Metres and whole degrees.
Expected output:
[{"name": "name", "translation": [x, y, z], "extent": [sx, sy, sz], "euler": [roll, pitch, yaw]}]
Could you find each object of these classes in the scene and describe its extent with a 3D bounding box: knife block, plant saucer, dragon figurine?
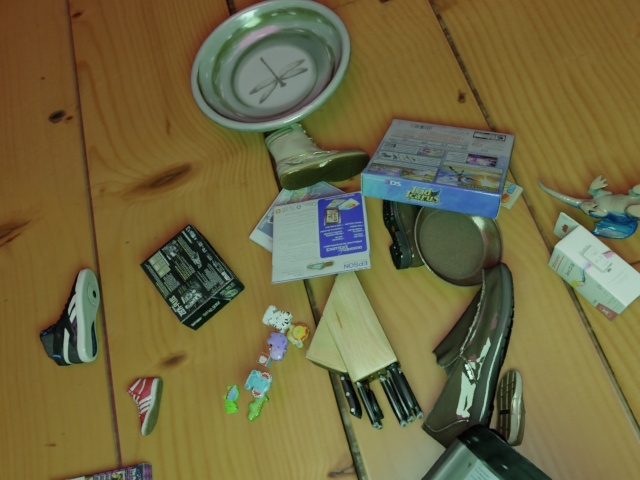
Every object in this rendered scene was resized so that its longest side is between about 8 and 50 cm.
[{"name": "knife block", "translation": [0.109, 0.214, 1.114], "extent": [0.242, 0.088, 0.275], "euler": [17, 73, 18]}, {"name": "plant saucer", "translation": [-0.115, -0.412, 1.400], "extent": [0.401, 0.100, 0.400], "euler": [-6, 64, 12]}, {"name": "dragon figurine", "translation": [0.572, -0.056, 1.115], "extent": [0.289, 0.144, 0.085], "euler": [7, 71, 36]}, {"name": "plant saucer", "translation": [0.273, 0.002, 1.153], "extent": [0.199, 0.036, 0.198], "euler": [5, 72, -16]}]

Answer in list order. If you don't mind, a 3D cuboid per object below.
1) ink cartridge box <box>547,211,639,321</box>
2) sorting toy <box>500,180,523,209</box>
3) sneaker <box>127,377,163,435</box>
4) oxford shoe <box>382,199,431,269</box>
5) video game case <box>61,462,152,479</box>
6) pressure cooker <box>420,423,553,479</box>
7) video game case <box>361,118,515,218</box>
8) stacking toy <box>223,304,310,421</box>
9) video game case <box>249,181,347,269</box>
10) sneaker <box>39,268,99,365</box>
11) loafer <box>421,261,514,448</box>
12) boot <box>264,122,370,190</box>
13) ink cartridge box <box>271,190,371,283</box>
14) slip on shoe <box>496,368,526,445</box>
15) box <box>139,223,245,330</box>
[{"name": "ink cartridge box", "translation": [0.500, 0.048, 1.074], "extent": [0.067, 0.115, 0.198], "euler": [-40, 65, -4]}, {"name": "sorting toy", "translation": [0.381, -0.092, 1.213], "extent": [0.062, 0.012, 0.083], "euler": [32, 78, 22]}, {"name": "sneaker", "translation": [-0.374, 0.346, 1.198], "extent": [0.067, 0.042, 0.118], "euler": [1, 61, 9]}, {"name": "oxford shoe", "translation": [0.187, -0.046, 1.215], "extent": [0.096, 0.082, 0.227], "euler": [-5, 68, -9]}, {"name": "video game case", "translation": [-0.427, 0.576, 1.119], "extent": [0.210, 0.042, 0.232], "euler": [-15, 66, 7]}, {"name": "pressure cooker", "translation": [0.226, 0.524, 0.802], "extent": [0.375, 0.370, 0.420], "euler": [40, 84, 7]}, {"name": "video game case", "translation": [0.248, -0.156, 1.183], "extent": [0.270, 0.061, 0.244], "euler": [12, 40, 18]}, {"name": "stacking toy", "translation": [-0.099, 0.243, 1.107], "extent": [0.052, 0.167, 0.221], "euler": [22, 74, 20]}, {"name": "video game case", "translation": [-0.033, -0.044, 1.284], "extent": [0.184, 0.023, 0.201], "euler": [29, 78, 21]}, {"name": "sneaker", "translation": [-0.573, 0.173, 1.291], "extent": [0.121, 0.079, 0.216], "euler": [-11, 68, 7]}, {"name": "loafer", "translation": [0.268, 0.207, 1.048], "extent": [0.130, 0.134, 0.365], "euler": [12, 76, 22]}, {"name": "boot", "translation": [-0.010, -0.205, 1.311], "extent": [0.213, 0.077, 0.165], "euler": [-15, 50, -12]}, {"name": "ink cartridge box", "translation": [0.000, 0.000, 1.195], "extent": [0.207, 0.045, 0.208], "euler": [-9, 50, 10]}, {"name": "slip on shoe", "translation": [0.354, 0.306, 1.048], "extent": [0.041, 0.051, 0.135], "euler": [23, 61, -21]}, {"name": "box", "translation": [-0.282, 0.080, 1.262], "extent": [0.147, 0.077, 0.180], "euler": [-41, 66, -5]}]
